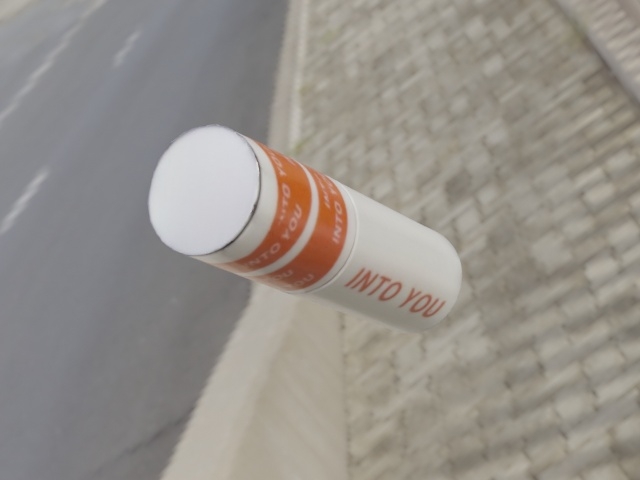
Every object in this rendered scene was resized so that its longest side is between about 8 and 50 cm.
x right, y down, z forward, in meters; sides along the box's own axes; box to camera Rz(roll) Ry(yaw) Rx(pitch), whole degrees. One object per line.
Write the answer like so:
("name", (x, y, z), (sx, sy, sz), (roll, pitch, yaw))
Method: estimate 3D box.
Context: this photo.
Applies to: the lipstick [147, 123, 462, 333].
("lipstick", (0.000, 0.000, 0.471), (0.038, 0.130, 0.038), (-8, 74, 30))
